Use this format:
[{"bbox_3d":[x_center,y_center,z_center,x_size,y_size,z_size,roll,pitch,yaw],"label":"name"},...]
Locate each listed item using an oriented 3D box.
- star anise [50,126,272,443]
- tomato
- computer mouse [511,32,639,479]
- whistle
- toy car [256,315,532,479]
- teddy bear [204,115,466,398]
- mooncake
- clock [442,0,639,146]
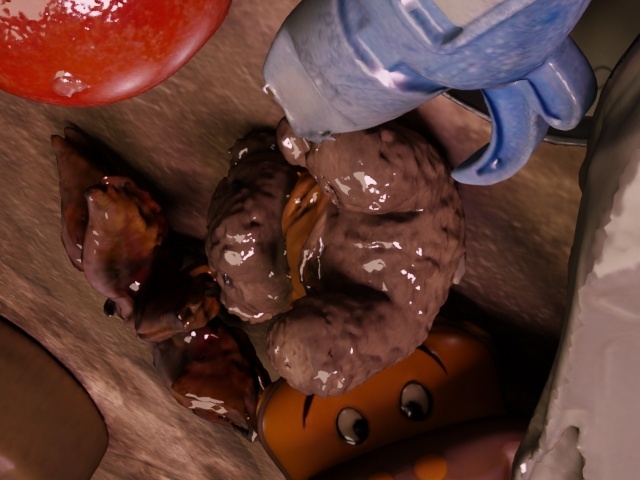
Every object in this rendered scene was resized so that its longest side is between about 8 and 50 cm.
[{"bbox_3d":[-0.119,0.041,0.904,0.288,0.088,0.288,47,166,16],"label":"star anise"},{"bbox_3d":[-0.118,-0.155,0.625,0.167,0.167,0.167,23,146,17],"label":"tomato"},{"bbox_3d":[0.219,0.037,0.571,0.228,0.145,0.429,8,137,9],"label":"computer mouse"},{"bbox_3d":[0.051,-0.106,0.521,0.180,0.093,0.269,49,151,-11],"label":"whistle"},{"bbox_3d":[0.079,0.204,0.840,0.271,0.240,0.341,-21,155,3],"label":"toy car"},{"bbox_3d":[0.000,0.000,0.748,0.190,0.140,0.177,13,101,44],"label":"teddy bear"},{"bbox_3d":[-0.383,0.202,1.313,0.284,0.155,0.284,21,144,17],"label":"mooncake"},{"bbox_3d":[0.103,-0.133,0.549,0.215,0.042,0.215,23,146,17],"label":"clock"}]
